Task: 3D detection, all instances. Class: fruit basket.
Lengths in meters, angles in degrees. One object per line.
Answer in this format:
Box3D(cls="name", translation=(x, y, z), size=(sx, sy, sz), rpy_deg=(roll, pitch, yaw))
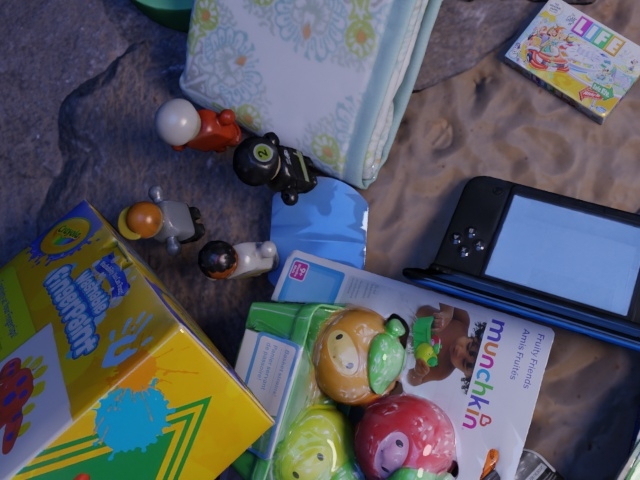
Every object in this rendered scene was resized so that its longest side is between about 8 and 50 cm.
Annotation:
Box3D(cls="fruit basket", translation=(0.047, 0.203, 0.852), size=(0.353, 0.165, 0.327), rpy_deg=(17, 91, 39))

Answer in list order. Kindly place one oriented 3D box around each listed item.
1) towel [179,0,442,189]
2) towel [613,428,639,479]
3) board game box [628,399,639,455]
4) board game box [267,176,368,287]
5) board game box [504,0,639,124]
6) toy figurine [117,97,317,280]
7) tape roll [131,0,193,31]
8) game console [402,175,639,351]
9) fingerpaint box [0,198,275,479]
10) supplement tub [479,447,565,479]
Box3D(cls="towel", translation=(-0.017, -0.288, 0.963), size=(0.320, 0.090, 0.374), rpy_deg=(32, 126, 21))
Box3D(cls="towel", translation=(0.389, 0.320, 0.755), size=(0.248, 0.038, 0.325), rpy_deg=(34, 74, 11))
Box3D(cls="board game box", translation=(0.472, 0.194, 0.845), size=(0.210, 0.047, 0.160), rpy_deg=(12, 81, 16))
Box3D(cls="board game box", translation=(0.000, 0.000, 1.014), size=(0.133, 0.033, 0.168), rpy_deg=(3, 89, 16))
Box3D(cls="board game box", translation=(0.333, -0.235, 0.980), size=(0.154, 0.026, 0.103), rpy_deg=(38, 89, 18))
Box3D(cls="toy figurine", translation=(-0.134, -0.059, 0.968), size=(0.213, 0.148, 0.209), rpy_deg=(29, 100, 24))
Box3D(cls="tape roll", translation=(-0.175, -0.477, 1.136), size=(0.321, 0.077, 0.321), rpy_deg=(-3, 78, 14))
Box3D(cls="game console", translation=(0.269, 0.017, 0.830), size=(0.293, 0.173, 0.250), rpy_deg=(17, 62, 18))
Box3D(cls="fingerpaint box", translation=(-0.308, 0.180, 0.833), size=(0.371, 0.163, 0.445), rpy_deg=(-42, 31, -10))
Box3D(cls="supplement tub", translation=(0.242, 0.317, 0.843), size=(0.117, 0.117, 0.190), rpy_deg=(-43, 72, 3))
